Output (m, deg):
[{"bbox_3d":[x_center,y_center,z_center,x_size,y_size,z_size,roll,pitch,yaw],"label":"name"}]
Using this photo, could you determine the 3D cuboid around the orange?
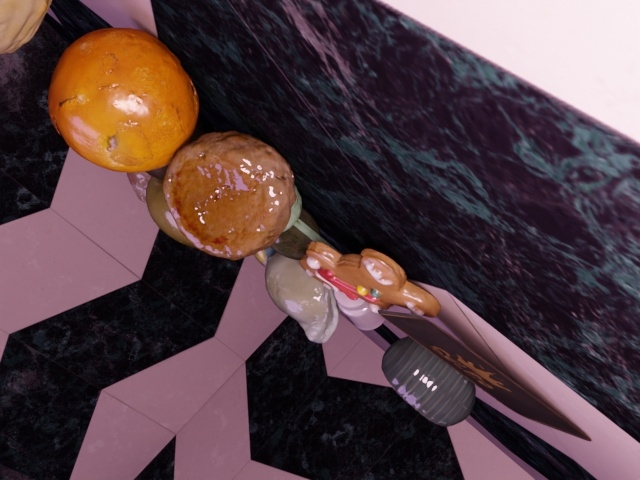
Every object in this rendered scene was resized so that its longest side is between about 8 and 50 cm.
[{"bbox_3d":[-0.333,-0.234,1.036,0.246,0.246,0.246,43,174,6],"label":"orange"}]

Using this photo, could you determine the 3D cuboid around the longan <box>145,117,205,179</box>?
[{"bbox_3d":[-0.368,-0.242,1.453,0.198,0.198,0.212,47,174,-28],"label":"longan"}]

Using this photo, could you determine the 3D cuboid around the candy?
[{"bbox_3d":[0.000,0.000,1.264,0.440,0.119,0.119,37,179,-38],"label":"candy"}]

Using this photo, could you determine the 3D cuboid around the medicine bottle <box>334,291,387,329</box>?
[{"bbox_3d":[0.099,0.149,1.483,0.103,0.103,0.186,40,173,28],"label":"medicine bottle"}]

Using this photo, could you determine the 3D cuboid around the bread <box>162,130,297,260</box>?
[{"bbox_3d":[-0.152,-0.080,1.048,0.230,0.230,0.123,44,-159,-6],"label":"bread"}]

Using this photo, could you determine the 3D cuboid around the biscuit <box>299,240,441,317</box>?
[{"bbox_3d":[0.064,0.078,1.122,0.216,0.047,0.340,42,161,-30],"label":"biscuit"}]

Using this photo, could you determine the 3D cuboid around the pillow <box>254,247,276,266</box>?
[{"bbox_3d":[-0.160,-0.019,1.810,0.233,0.086,0.214,-79,-27,-70],"label":"pillow"}]

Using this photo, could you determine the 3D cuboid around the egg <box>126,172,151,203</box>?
[{"bbox_3d":[-0.474,-0.226,1.910,0.279,0.279,0.310,42,-167,17],"label":"egg"}]

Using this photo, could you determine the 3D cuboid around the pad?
[{"bbox_3d":[0.252,0.255,1.088,0.375,0.063,0.315,37,169,-8],"label":"pad"}]

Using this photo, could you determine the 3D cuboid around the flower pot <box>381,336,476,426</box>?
[{"bbox_3d":[0.261,0.334,1.454,0.243,0.157,0.189,44,172,4],"label":"flower pot"}]

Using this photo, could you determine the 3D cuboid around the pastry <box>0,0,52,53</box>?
[{"bbox_3d":[-0.519,-0.400,0.738,0.389,0.312,0.388,18,-153,-9],"label":"pastry"}]

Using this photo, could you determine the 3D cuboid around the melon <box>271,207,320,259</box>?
[{"bbox_3d":[-0.069,-0.024,1.338,0.167,0.114,0.114,45,174,-40],"label":"melon"}]

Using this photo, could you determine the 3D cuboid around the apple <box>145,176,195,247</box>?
[{"bbox_3d":[-0.315,-0.117,1.630,0.292,0.292,0.254,37,162,46],"label":"apple"}]

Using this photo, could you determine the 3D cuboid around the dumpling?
[{"bbox_3d":[-0.042,0.108,1.611,0.321,0.211,0.270,40,174,18],"label":"dumpling"}]
